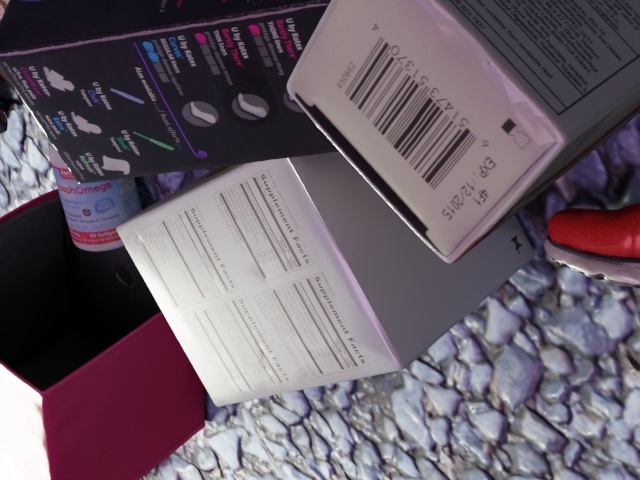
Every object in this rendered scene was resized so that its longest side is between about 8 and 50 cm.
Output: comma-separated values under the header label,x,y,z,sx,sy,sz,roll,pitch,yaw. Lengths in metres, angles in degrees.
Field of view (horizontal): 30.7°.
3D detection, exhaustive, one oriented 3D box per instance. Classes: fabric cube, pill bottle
label,x,y,z,sx,sy,sz,roll,pitch,yaw
fabric cube,-0.308,0.139,1.393,0.259,0.254,0.258,30,137,26
pill bottle,-0.256,-0.075,1.316,0.087,0.087,0.160,15,127,38

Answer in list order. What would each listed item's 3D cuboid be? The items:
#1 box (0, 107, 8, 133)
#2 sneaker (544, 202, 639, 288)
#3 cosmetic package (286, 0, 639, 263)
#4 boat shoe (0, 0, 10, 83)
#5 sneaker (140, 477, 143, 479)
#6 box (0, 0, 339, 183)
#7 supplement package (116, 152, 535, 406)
label,x,y,z,sx,sy,sz,roll,pitch,yaw
box,-0.456,-0.173,1.326,0.163,0.142,0.247,66,169,-13
sneaker,0.284,-0.031,0.820,0.279,0.107,0.118,-5,95,43
cosmetic package,0.141,-0.133,0.712,0.153,0.296,0.129,49,141,10
boat shoe,-0.368,-0.329,1.245,0.110,0.121,0.341,-32,99,13
sneaker,-0.337,0.276,1.637,0.226,0.086,0.163,50,153,-10
box,-0.071,-0.158,0.846,0.270,0.165,0.143,-5,141,17
supplement package,0.000,0.000,1.023,0.263,0.199,0.198,-20,101,50
